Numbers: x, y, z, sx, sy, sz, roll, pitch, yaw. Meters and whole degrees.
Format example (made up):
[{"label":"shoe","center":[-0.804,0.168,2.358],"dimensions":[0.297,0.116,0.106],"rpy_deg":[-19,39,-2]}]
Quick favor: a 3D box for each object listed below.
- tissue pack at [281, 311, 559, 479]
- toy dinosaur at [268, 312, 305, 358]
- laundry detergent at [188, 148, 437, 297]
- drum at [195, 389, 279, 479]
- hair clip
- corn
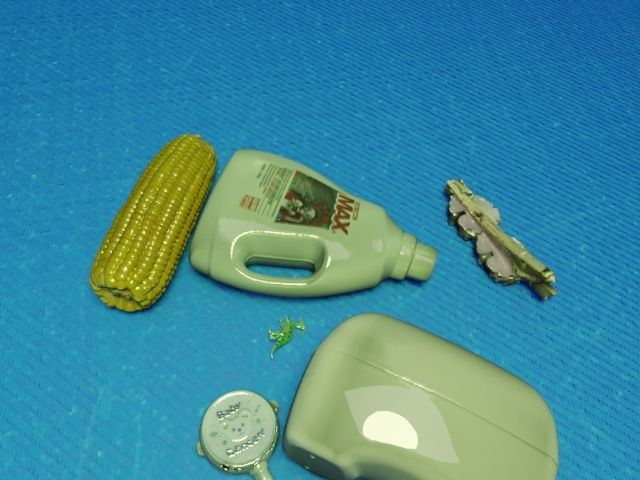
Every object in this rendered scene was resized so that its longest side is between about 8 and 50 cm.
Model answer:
[{"label":"tissue pack","center":[0.133,0.241,0.691],"dimensions":[0.333,0.229,0.236],"rpy_deg":[25,61,8]},{"label":"toy dinosaur","center":[-0.055,0.160,0.848],"dimensions":[0.062,0.021,0.083],"rpy_deg":[7,56,-16]},{"label":"laundry detergent","center":[0.000,0.000,0.895],"dimensions":[0.397,0.125,0.264],"rpy_deg":[18,57,3]},{"label":"drum","center":[-0.099,0.336,0.716],"dimensions":[0.130,0.049,0.253],"rpy_deg":[-12,60,-13]},{"label":"hair clip","center":[0.324,-0.007,0.957],"dimensions":[0.106,0.085,0.292],"rpy_deg":[-25,59,-14]},{"label":"corn","center":[-0.279,-0.045,0.891],"dimensions":[0.131,0.131,0.345],"rpy_deg":[13,56,2]}]
